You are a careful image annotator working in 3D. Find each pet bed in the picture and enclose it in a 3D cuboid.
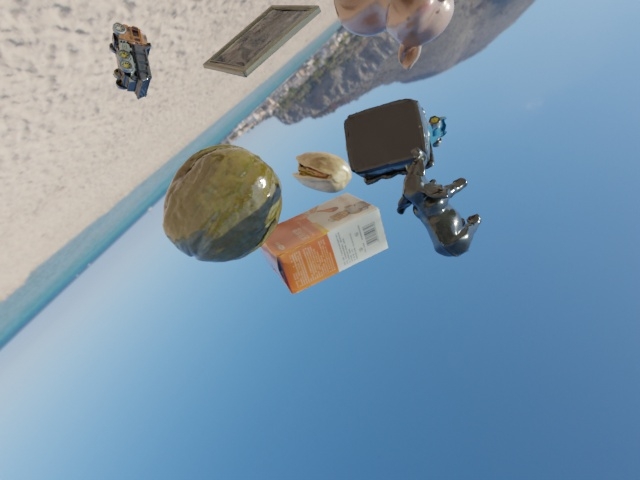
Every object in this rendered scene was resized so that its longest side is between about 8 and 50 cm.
[{"bbox_3d":[0.180,-0.257,1.128,0.210,0.183,0.159,-13,171,20],"label":"pet bed"}]

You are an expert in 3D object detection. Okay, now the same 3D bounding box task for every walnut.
[{"bbox_3d":[-0.215,-0.078,0.974,0.283,0.283,0.227,-46,-159,-9],"label":"walnut"}]

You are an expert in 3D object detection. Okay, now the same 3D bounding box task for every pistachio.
[{"bbox_3d":[0.009,-0.332,2.046,0.299,0.188,0.187,22,-121,28],"label":"pistachio"}]

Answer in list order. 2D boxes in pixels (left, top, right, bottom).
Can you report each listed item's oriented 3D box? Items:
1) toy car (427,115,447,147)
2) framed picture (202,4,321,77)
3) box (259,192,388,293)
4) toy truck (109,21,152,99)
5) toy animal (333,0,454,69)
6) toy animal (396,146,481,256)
[{"bbox_3d":[0.335,-0.353,1.413,0.161,0.126,0.098,-42,-125,-12],"label":"toy car"},{"bbox_3d":[-0.250,-0.839,1.771,0.326,0.028,0.446,28,-111,40],"label":"framed picture"},{"bbox_3d":[0.000,0.000,1.310,0.341,0.144,0.225,-24,-154,-14],"label":"box"},{"bbox_3d":[-0.500,-0.478,1.137,0.092,0.192,0.083,-5,160,-34],"label":"toy truck"},{"bbox_3d":[0.196,-0.637,1.150,0.326,0.269,0.237,12,-105,47],"label":"toy animal"},{"bbox_3d":[0.246,-0.076,0.877,0.146,0.245,0.114,-41,-179,-40],"label":"toy animal"}]
